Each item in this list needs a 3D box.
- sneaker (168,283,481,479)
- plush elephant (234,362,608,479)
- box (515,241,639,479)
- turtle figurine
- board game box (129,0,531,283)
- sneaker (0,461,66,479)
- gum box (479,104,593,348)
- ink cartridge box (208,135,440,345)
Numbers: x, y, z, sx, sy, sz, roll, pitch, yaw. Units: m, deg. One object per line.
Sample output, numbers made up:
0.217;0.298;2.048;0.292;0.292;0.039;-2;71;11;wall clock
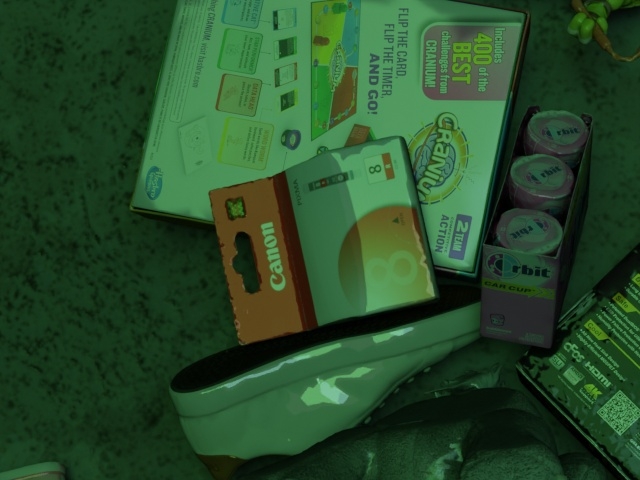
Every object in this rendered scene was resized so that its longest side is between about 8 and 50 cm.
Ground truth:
0.022;0.127;1.265;0.290;0.106;0.123;-19;107;-2;sneaker
0.111;0.258;1.124;0.272;0.330;0.255;-12;95;22;plush elephant
0.360;0.132;1.185;0.257;0.079;0.322;-43;71;-4;box
0.254;-0.258;1.312;0.217;0.087;0.269;22;58;20;turtle figurine
0.010;-0.109;1.295;0.316;0.064;0.242;12;85;10;board game box
-0.291;0.249;1.304;0.134;0.051;0.070;-15;67;3;sneaker
0.184;-0.017;1.210;0.062;0.107;0.188;10;46;14;gum box
0.000;0.000;1.228;0.179;0.045;0.145;-13;81;4;ink cartridge box
